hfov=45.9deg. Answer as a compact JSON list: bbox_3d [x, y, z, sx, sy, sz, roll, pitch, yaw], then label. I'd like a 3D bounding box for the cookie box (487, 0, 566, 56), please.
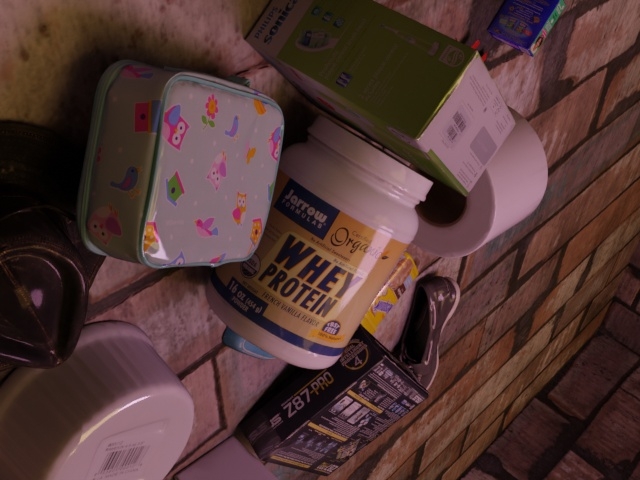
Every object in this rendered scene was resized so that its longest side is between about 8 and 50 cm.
[{"bbox_3d":[0.370,-0.399,1.353,0.107,0.091,0.040,-58,153,8],"label":"cookie box"}]

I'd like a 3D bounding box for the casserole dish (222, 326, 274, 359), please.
[{"bbox_3d":[-0.096,0.157,1.320,0.114,0.037,0.188,-53,152,0],"label":"casserole dish"}]

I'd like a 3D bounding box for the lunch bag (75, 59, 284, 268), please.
[{"bbox_3d":[-0.147,-0.086,0.858,0.279,0.107,0.224,-5,104,-68],"label":"lunch bag"}]

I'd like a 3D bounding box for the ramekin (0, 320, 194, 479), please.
[{"bbox_3d":[-0.304,0.261,1.026,0.277,0.135,0.277,-35,146,-29],"label":"ramekin"}]

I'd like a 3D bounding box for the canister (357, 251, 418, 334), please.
[{"bbox_3d":[0.119,0.099,1.532,0.170,0.073,0.126,-50,151,-10],"label":"canister"}]

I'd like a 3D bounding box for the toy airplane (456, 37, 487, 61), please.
[{"bbox_3d":[0.260,-0.304,1.358,0.151,0.028,0.151,-35,146,-28],"label":"toy airplane"}]

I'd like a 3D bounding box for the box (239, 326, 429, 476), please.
[{"bbox_3d":[0.049,0.361,1.613,0.318,0.097,0.395,-41,151,2],"label":"box"}]

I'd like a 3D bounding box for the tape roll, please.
[{"bbox_3d":[0.248,-0.111,1.324,0.169,0.246,0.246,-26,140,-39],"label":"tape roll"}]

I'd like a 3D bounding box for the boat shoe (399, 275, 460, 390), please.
[{"bbox_3d":[0.237,0.234,1.826,0.095,0.112,0.335,-3,120,-33],"label":"boat shoe"}]

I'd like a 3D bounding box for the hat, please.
[{"bbox_3d":[-0.318,0.052,0.791,0.331,0.134,0.331,-37,146,-30],"label":"hat"}]

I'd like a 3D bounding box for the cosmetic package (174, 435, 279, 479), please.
[{"bbox_3d":[-0.106,0.570,1.401,0.155,0.365,0.197,-28,143,-37],"label":"cosmetic package"}]

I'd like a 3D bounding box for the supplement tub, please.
[{"bbox_3d":[0.000,0.000,1.097,0.316,0.228,0.228,-59,150,9],"label":"supplement tub"}]

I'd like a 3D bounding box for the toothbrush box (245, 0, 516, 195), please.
[{"bbox_3d":[0.079,-0.198,0.947,0.122,0.283,0.206,-54,151,3],"label":"toothbrush box"}]
